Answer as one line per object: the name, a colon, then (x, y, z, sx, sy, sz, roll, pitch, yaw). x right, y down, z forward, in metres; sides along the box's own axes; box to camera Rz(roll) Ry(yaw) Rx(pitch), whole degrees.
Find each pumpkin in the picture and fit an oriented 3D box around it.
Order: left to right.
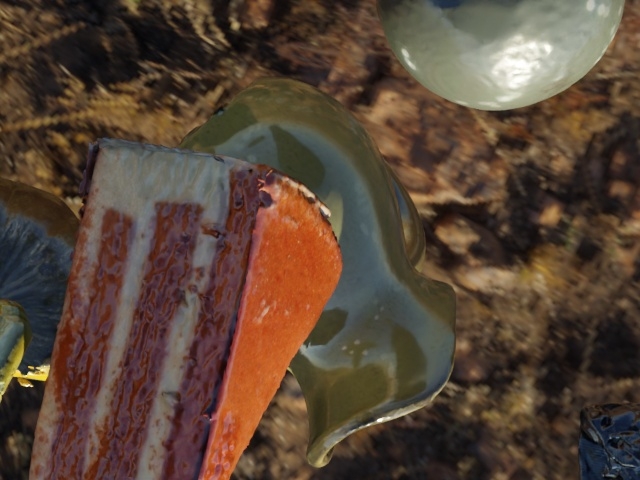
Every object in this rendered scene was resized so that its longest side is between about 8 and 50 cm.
pumpkin: (-0.372, 0.040, 1.744, 0.325, 0.242, 0.232, 1, 83, -11)

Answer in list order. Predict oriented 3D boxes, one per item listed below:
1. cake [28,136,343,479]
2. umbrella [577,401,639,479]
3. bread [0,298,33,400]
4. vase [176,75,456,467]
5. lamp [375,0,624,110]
cake: (-0.093, 0.072, 1.125, 0.159, 0.158, 0.262, 14, 88, -63)
umbrella: (0.263, 0.139, 0.959, 0.224, 0.071, 0.080, 0, 84, 14)
bread: (-0.226, 0.080, 1.075, 0.049, 0.033, 0.088, 16, 65, 11)
vase: (0.000, 0.000, 1.458, 0.302, 0.329, 0.241, 49, 125, -5)
lamp: (0.110, -0.249, 1.168, 0.182, 0.182, 0.314, -15, 84, -15)
